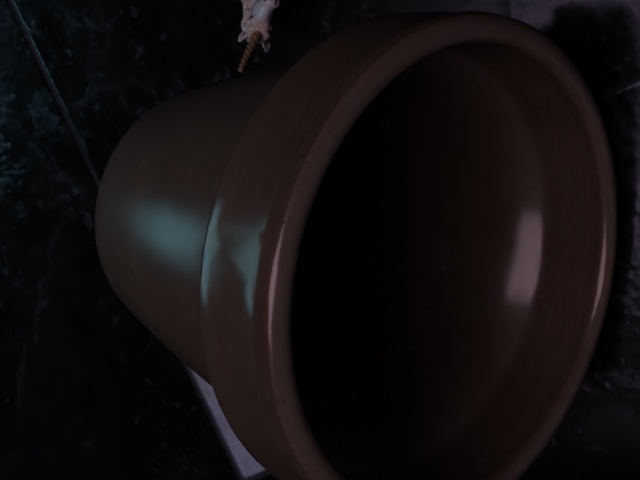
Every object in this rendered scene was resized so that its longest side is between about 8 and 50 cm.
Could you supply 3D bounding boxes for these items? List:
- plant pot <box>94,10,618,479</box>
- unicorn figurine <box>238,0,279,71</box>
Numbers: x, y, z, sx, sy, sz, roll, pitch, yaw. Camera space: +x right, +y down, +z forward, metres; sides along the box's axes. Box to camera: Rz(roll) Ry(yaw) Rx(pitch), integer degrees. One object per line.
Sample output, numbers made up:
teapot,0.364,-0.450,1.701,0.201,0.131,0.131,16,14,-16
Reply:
plant pot,0.000,0.000,0.668,0.229,0.263,0.263,15,109,46
unicorn figurine,-0.040,-0.195,0.738,0.111,0.060,0.162,-52,59,28
